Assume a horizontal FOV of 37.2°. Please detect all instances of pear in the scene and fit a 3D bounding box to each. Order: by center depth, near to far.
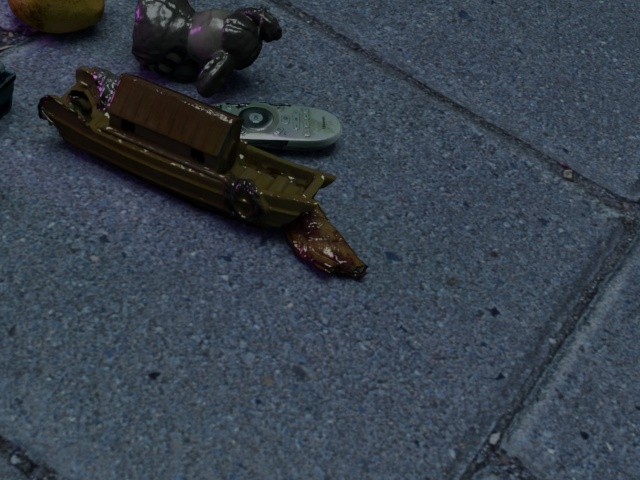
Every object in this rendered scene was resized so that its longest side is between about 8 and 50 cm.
[{"bbox_3d":[-0.443,-0.433,1.610,0.178,0.178,0.178,7,48,-8],"label":"pear"}]

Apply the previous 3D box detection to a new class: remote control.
[{"bbox_3d":[-0.092,-0.185,1.549,0.256,0.045,0.097,5,47,-6],"label":"remote control"}]

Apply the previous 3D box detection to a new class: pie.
[{"bbox_3d":[0.000,0.000,1.414,0.092,0.034,0.170,-21,57,-34],"label":"pie"}]

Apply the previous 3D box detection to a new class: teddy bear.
[{"bbox_3d":[-0.204,-0.319,1.585,0.251,0.144,0.171,22,68,6],"label":"teddy bear"}]

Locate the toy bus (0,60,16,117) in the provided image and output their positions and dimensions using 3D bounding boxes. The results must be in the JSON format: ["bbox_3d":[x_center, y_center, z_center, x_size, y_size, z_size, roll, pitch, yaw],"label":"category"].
[{"bbox_3d":[-0.556,-0.245,1.449,0.160,0.091,0.079,27,46,2],"label":"toy bus"}]

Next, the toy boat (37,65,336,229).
[{"bbox_3d":[-0.193,-0.149,1.410,0.446,0.162,0.136,25,45,8],"label":"toy boat"}]
